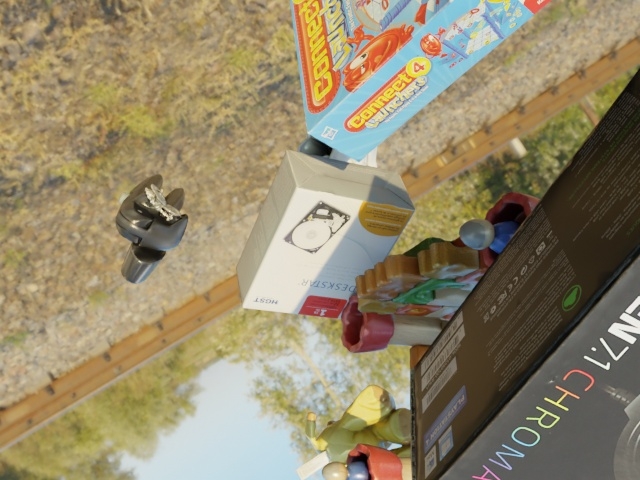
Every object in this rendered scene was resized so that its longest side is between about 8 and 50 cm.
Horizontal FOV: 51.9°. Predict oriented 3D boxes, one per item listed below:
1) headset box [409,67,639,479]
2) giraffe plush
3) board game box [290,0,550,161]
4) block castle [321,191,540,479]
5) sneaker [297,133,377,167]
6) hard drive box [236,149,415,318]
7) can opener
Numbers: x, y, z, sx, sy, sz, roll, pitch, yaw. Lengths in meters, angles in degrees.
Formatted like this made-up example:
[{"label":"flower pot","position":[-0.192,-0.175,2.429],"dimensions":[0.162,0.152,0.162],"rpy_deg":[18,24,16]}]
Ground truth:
[{"label":"headset box","position":[0.234,0.088,0.370],"dimensions":[0.246,0.283,0.131],"rpy_deg":[-58,-172,25]},{"label":"giraffe plush","position":[0.074,0.353,1.132],"dimensions":[0.210,0.181,0.170],"rpy_deg":[-17,163,7]},{"label":"board game box","position":[0.097,-0.304,0.791],"dimensions":[0.086,0.308,0.302],"rpy_deg":[24,133,-35]},{"label":"block castle","position":[0.160,0.155,0.779],"dimensions":[0.213,0.303,0.453],"rpy_deg":[7,157,-21]},{"label":"sneaker","position":[0.027,-0.117,1.067],"dimensions":[0.152,0.114,0.305],"rpy_deg":[-24,136,-22]},{"label":"hard drive box","position":[0.000,0.000,0.955],"dimensions":[0.181,0.089,0.232],"rpy_deg":[9,130,-23]},{"label":"can opener","position":[-0.152,-0.028,0.591],"dimensions":[0.073,0.059,0.186],"rpy_deg":[-46,-160,11]}]
